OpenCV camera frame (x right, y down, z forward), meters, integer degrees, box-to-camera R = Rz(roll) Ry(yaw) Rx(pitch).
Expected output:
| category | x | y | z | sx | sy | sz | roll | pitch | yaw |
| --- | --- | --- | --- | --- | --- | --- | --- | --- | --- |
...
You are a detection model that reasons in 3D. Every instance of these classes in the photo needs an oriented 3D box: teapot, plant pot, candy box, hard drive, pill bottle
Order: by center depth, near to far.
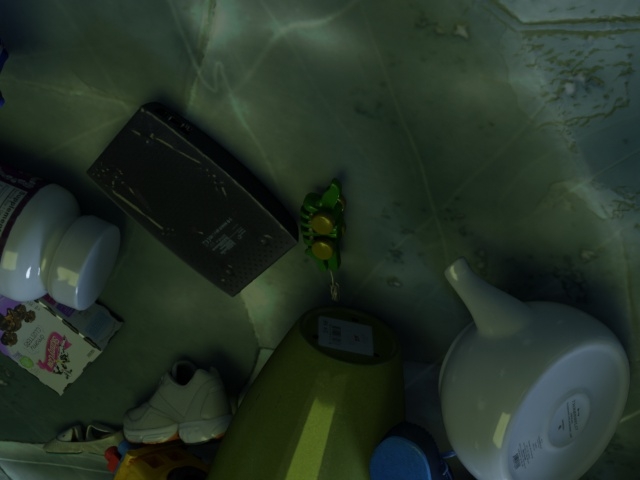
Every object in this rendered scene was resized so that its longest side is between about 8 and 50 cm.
| category | x | y | z | sx | sy | sz | roll | pitch | yaw |
| --- | --- | --- | --- | --- | --- | --- | --- | --- | --- |
| teapot | 0.234 | 0.176 | 1.236 | 0.187 | 0.252 | 0.256 | 31 | 103 | 48 |
| hard drive | -0.159 | -0.054 | 1.310 | 0.254 | 0.054 | 0.172 | 41 | 131 | -11 |
| plant pot | 0.003 | 0.246 | 1.363 | 0.274 | 0.275 | 0.293 | 19 | 118 | 9 |
| pill bottle | -0.433 | -0.018 | 1.384 | 0.301 | 0.169 | 0.169 | 22 | 132 | 6 |
| candy box | -0.424 | 0.123 | 1.556 | 0.196 | 0.070 | 0.165 | 39 | 131 | -9 |

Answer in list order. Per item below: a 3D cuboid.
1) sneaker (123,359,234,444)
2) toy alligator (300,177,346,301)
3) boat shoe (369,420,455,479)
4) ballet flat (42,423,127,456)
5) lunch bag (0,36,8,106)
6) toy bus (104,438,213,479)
| category | x | y | z | sx | sy | sz | roll | pitch | yaw |
| --- | --- | --- | --- | --- | --- | --- | --- | --- | --- |
| sneaker | -0.219 | 0.244 | 1.564 | 0.262 | 0.099 | 0.121 | -13 | 86 | 46 |
| toy alligator | 0.000 | 0.000 | 1.282 | 0.051 | 0.056 | 0.190 | 12 | 130 | 15 |
| boat shoe | 0.117 | 0.296 | 1.279 | 0.109 | 0.089 | 0.258 | 29 | 146 | 24 |
| ballet flat | -0.397 | 0.336 | 1.737 | 0.168 | 0.057 | 0.052 | -2 | 98 | 21 |
| lunch bag | -0.545 | -0.242 | 1.184 | 0.293 | 0.138 | 0.221 | -14 | 130 | -2 |
| toy bus | -0.234 | 0.382 | 1.623 | 0.211 | 0.220 | 0.149 | 39 | 115 | 30 |
